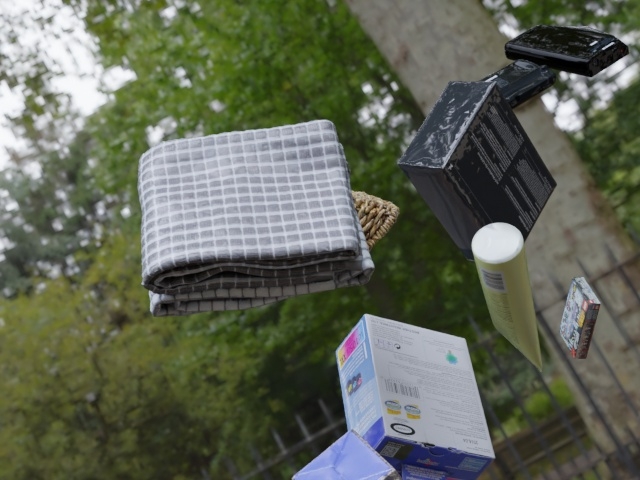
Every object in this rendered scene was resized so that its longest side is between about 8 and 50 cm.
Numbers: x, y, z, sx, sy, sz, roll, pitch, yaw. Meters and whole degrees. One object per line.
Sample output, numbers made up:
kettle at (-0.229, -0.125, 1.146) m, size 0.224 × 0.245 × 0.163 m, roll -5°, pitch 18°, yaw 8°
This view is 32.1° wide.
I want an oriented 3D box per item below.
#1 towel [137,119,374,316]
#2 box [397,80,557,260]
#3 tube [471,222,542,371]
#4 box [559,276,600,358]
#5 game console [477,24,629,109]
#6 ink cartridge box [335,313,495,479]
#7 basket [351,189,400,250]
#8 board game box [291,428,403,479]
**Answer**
towel at (-0.088, -0.033, 1.411) m, size 0.283 × 0.235 × 0.121 m, roll -8°, pitch -44°, yaw -4°
box at (0.263, -0.108, 1.827) m, size 0.103 × 0.261 × 0.184 m, roll 7°, pitch 58°, yaw 44°
tube at (0.235, 0.072, 1.384) m, size 0.062 × 0.070 × 0.240 m, roll -3°, pitch -39°, yaw 16°
box at (0.515, 0.155, 2.214) m, size 0.027 × 0.094 × 0.137 m, roll -1°, pitch -58°, yaw -11°
game console at (0.390, -0.318, 2.087) m, size 0.361 × 0.044 × 0.213 m, roll -31°, pitch 33°, yaw -26°
ink cartridge box at (0.198, 0.369, 2.349) m, size 0.270 × 0.395 × 0.151 m, roll 15°, pitch -52°, yaw -21°
basket at (0.000, 0.000, 2.135) m, size 0.223 × 0.213 × 0.299 m, roll 12°, pitch 4°, yaw -14°
board game box at (0.113, 0.496, 1.868) m, size 0.141 × 0.291 × 0.232 m, roll -38°, pitch 14°, yaw -8°
